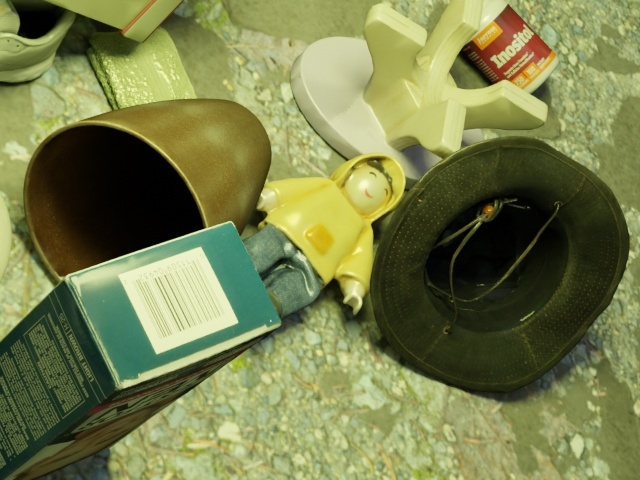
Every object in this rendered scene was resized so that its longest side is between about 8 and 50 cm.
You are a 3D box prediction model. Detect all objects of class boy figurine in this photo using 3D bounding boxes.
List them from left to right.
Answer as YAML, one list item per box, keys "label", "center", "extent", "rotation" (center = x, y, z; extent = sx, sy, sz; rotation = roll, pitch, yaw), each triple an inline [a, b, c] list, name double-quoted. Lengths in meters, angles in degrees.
- label: "boy figurine"
  center: [0.000, 0.000, 1.738]
  extent: [0.177, 0.092, 0.285]
  rotation: [51, 53, 1]

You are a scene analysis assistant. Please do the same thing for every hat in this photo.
- label: "hat"
  center: [0.185, 0.013, 1.814]
  extent: [0.331, 0.134, 0.331]
  rotation: [-9, 116, -20]

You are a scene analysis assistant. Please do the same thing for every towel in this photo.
- label: "towel"
  center: [-0.190, -0.171, 1.734]
  extent: [0.110, 0.027, 0.148]
  rotation: [-17, 77, -38]

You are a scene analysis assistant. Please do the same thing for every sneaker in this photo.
- label: "sneaker"
  center: [-0.364, -0.201, 1.569]
  extent: [0.262, 0.121, 0.099]
  rotation: [-28, 85, -39]

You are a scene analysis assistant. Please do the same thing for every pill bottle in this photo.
- label: "pill bottle"
  center: [0.230, -0.259, 2.024]
  extent: [0.152, 0.086, 0.086]
  rotation: [45, 50, -7]

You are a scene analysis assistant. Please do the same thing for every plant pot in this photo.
- label: "plant pot"
  center: [-0.151, -0.060, 1.609]
  extent: [0.215, 0.215, 0.230]
  rotation: [51, 36, -2]

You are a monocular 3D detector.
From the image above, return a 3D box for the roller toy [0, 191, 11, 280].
- label: "roller toy"
  center: [-0.391, 0.008, 1.431]
  extent: [0.191, 0.146, 0.209]
  rotation: [-3, 77, -28]

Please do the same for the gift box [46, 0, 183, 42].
- label: "gift box"
  center: [-0.197, -0.380, 1.612]
  extent: [0.255, 0.276, 0.258]
  rotation: [57, 16, 17]

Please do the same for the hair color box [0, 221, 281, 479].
- label: "hair color box"
  center: [-0.200, 0.116, 1.373]
  extent: [0.174, 0.347, 0.105]
  rotation: [-19, 79, -39]

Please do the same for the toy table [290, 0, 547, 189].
- label: "toy table"
  center: [0.121, -0.176, 1.860]
  extent: [0.274, 0.161, 0.252]
  rotation: [17, 58, -28]
